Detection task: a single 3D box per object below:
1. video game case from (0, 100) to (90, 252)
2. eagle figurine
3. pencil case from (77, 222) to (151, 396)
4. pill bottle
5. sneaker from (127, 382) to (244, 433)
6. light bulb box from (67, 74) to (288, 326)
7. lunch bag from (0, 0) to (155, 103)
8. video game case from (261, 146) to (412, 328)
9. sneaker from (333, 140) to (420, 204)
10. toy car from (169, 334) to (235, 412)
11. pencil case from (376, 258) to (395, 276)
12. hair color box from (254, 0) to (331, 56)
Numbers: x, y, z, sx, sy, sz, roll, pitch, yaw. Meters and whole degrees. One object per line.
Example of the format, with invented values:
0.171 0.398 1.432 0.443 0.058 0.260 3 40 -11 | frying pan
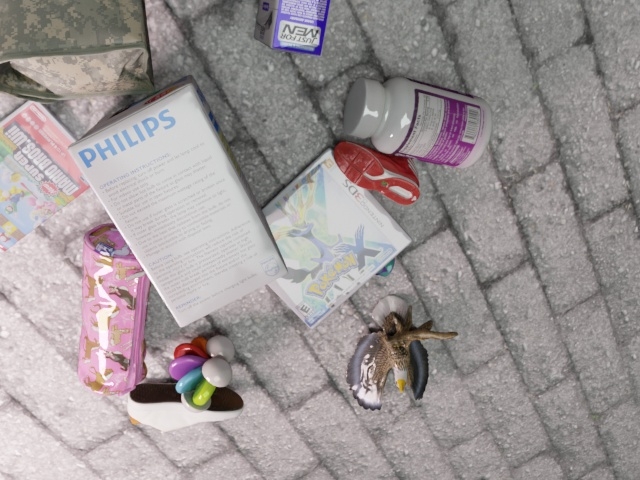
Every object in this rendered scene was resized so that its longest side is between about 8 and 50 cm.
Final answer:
-0.620 -0.131 1.186 0.285 0.025 0.204 -36 118 3 | video game case
0.205 0.322 1.565 0.226 0.225 0.298 29 145 14 | eagle figurine
-0.451 0.156 1.284 0.160 0.167 0.386 6 114 -16 | pencil case
0.210 -0.265 1.280 0.301 0.169 0.169 9 111 -19 | pill bottle
-0.346 0.435 1.491 0.290 0.106 0.123 8 121 -11 | sneaker
-0.256 -0.097 1.104 0.225 0.358 0.361 -27 112 -3 | light bulb box
-0.448 -0.375 0.997 0.287 0.169 0.235 -8 76 -13 | lunch bag
0.000 0.000 1.368 0.329 0.036 0.300 -42 100 6 | video game case
0.134 -0.176 1.343 0.221 0.128 0.087 34 126 -12 | sneaker
-0.297 0.310 1.396 0.136 0.182 0.159 30 118 -21 | toy car
0.107 0.042 1.450 0.151 0.064 0.070 16 71 -21 | pencil case
-0.038 -0.532 1.076 0.110 0.185 0.339 5 113 -19 | hair color box
